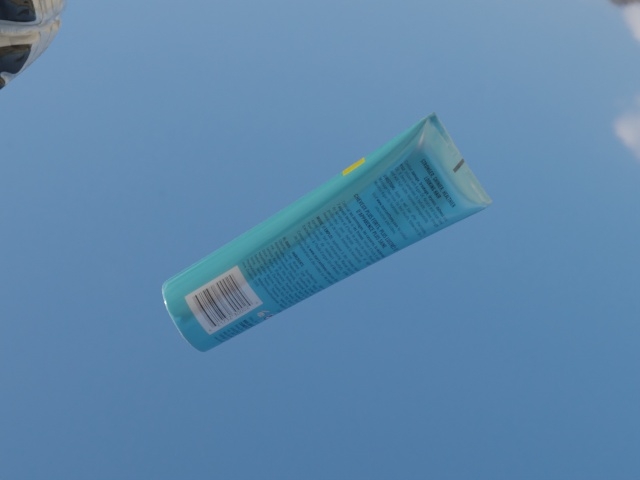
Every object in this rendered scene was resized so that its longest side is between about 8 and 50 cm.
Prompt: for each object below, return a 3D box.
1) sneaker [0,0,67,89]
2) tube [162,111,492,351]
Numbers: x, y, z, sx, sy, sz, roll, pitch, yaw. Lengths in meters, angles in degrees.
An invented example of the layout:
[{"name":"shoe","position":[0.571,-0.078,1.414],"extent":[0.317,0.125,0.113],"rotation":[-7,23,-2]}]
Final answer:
[{"name":"sneaker","position":[-0.244,-0.116,0.561],"extent":[0.279,0.107,0.118],"rotation":[12,-155,-5]},{"name":"tube","position":[0.000,0.000,0.849],"extent":[0.080,0.207,0.052],"rotation":[50,-163,-39]}]
